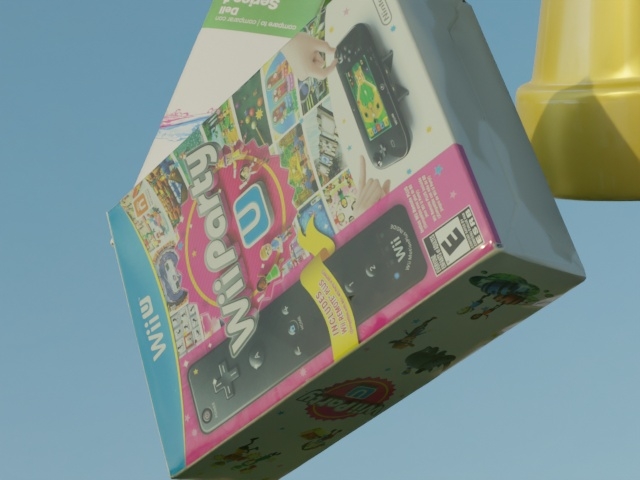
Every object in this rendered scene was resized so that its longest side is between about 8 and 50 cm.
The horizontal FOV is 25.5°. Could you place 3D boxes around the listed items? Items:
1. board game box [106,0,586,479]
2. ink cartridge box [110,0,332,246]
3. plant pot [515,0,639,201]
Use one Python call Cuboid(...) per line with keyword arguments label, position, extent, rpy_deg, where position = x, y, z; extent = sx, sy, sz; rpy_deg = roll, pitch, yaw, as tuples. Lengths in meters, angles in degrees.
Cuboid(label="board game box", position=(0.000, 0.000, 0.946), extent=(0.097, 0.224, 0.303), rpy_deg=(12, -41, -43))
Cuboid(label="ink cartridge box", position=(-0.050, -0.066, 1.257), extent=(0.117, 0.278, 0.201), rpy_deg=(12, -20, 25))
Cuboid(label="plant pot", position=(0.270, -0.166, 1.068), extent=(0.254, 0.239, 0.254), rpy_deg=(-5, 9, 1))
